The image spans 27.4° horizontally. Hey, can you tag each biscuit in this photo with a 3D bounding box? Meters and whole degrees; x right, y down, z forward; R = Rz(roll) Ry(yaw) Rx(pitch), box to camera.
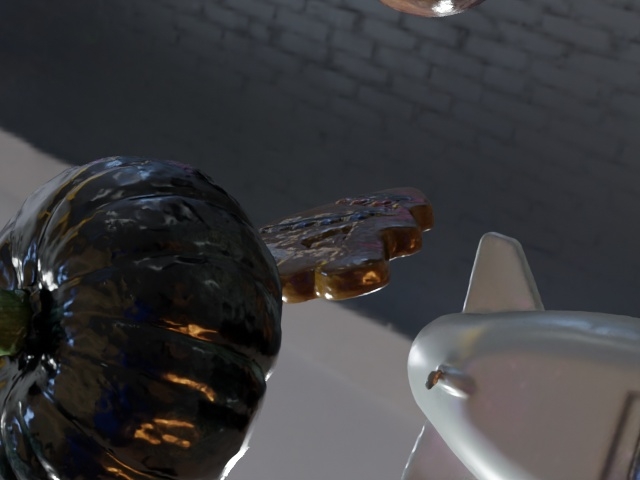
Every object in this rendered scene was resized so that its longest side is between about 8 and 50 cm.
[{"bbox_3d":[0.000,-0.001,1.304,0.278,0.043,0.301,-4,-162,40],"label":"biscuit"}]

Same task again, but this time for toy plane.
[{"bbox_3d":[0.138,0.084,0.531,0.252,0.252,0.118,29,-170,38],"label":"toy plane"}]

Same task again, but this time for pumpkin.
[{"bbox_3d":[-0.102,0.052,0.633,0.150,0.194,0.194,47,-168,-19],"label":"pumpkin"}]

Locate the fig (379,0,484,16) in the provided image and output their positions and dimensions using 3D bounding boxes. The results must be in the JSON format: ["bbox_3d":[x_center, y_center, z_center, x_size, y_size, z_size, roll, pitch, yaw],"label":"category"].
[{"bbox_3d":[0.106,-0.317,1.241,0.223,0.224,0.263,4,-172,-17],"label":"fig"}]
